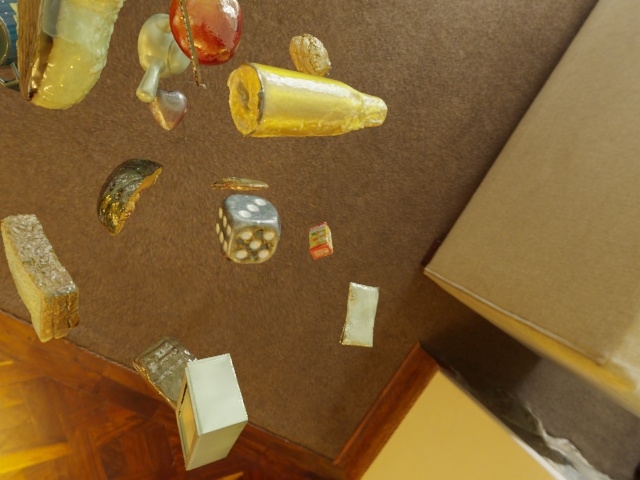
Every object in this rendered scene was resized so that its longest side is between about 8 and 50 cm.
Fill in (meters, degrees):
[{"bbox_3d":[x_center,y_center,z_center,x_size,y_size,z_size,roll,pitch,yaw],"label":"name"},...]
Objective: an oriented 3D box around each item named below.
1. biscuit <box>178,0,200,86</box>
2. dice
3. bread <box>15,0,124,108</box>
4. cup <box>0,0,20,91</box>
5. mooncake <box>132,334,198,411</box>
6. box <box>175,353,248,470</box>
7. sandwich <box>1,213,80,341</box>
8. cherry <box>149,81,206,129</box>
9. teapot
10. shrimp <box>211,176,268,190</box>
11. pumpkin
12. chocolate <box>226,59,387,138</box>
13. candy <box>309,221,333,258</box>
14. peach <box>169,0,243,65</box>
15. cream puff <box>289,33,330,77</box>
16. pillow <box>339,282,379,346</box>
[{"bbox_3d":[-0.324,-0.512,1.028,0.013,0.237,0.232,-11,118,-8],"label":"biscuit"},{"bbox_3d":[-0.248,-0.038,1.419,0.183,0.182,0.182,1,125,-30],"label":"dice"},{"bbox_3d":[-0.178,-0.247,0.308,0.056,0.207,0.287,5,66,-46],"label":"bread"},{"bbox_3d":[-0.545,-0.334,0.709,0.131,0.155,0.177,-22,120,-2],"label":"cup"},{"bbox_3d":[-0.568,0.527,1.631,0.187,0.323,0.324,-41,113,-29],"label":"mooncake"},{"bbox_3d":[-0.220,0.334,0.804,0.086,0.130,0.225,-6,142,-29],"label":"box"},{"bbox_3d":[-0.744,0.108,1.107,0.099,0.254,0.289,-25,70,-41],"label":"sandwich"},{"bbox_3d":[-0.503,-0.466,1.468,0.187,0.115,0.148,1,77,-19],"label":"cherry"},{"bbox_3d":[-0.549,-0.613,1.435,0.148,0.220,0.319,22,90,1],"label":"teapot"},{"bbox_3d":[-0.319,-0.213,1.618,0.235,0.133,0.053,5,111,9],"label":"shrimp"},{"bbox_3d":[-0.534,-0.158,1.143,0.111,0.163,0.279,33,62,-19],"label":"pumpkin"},{"bbox_3d":[-0.002,-0.326,1.036,0.444,0.162,0.162,-8,107,-39],"label":"chocolate"},{"bbox_3d":[0.000,0.000,1.292,0.062,0.122,0.038,-22,126,13],"label":"candy"},{"bbox_3d":[-0.345,-0.667,1.300,0.243,0.199,0.244,0,91,13],"label":"peach"},{"bbox_3d":[-0.035,-0.703,1.609,0.129,0.189,0.189,-20,111,20],"label":"cream puff"},{"bbox_3d":[0.149,0.275,1.540,0.148,0.050,0.230,18,78,-36],"label":"pillow"}]
